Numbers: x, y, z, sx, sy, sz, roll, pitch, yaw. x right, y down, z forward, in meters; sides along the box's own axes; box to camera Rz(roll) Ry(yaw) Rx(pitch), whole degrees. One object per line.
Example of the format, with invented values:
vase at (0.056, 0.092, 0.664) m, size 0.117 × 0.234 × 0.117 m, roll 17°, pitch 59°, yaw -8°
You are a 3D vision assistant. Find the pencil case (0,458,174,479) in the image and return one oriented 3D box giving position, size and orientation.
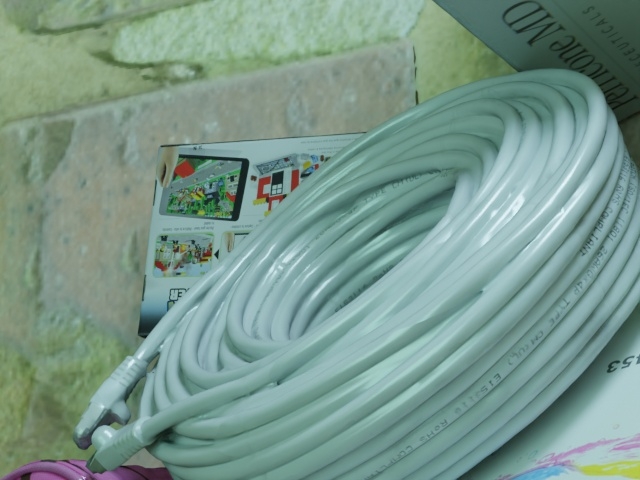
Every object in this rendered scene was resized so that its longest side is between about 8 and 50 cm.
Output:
pencil case at (-0.105, 0.158, 0.936) m, size 0.098 × 0.209 × 0.095 m, roll -13°, pitch 75°, yaw 14°

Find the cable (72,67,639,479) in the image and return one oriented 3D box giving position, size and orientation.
cable at (0.035, 0.029, 0.847) m, size 0.257 × 0.089 × 0.257 m, roll -16°, pitch 28°, yaw 50°

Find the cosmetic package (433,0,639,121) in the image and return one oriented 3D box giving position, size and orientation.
cosmetic package at (0.255, -0.245, 0.846) m, size 0.453 × 0.230 × 0.161 m, roll -28°, pitch 65°, yaw 20°

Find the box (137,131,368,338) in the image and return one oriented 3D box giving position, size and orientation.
box at (0.000, 0.000, 1.025) m, size 0.207 × 0.036 × 0.114 m, roll -2°, pitch 75°, yaw 28°

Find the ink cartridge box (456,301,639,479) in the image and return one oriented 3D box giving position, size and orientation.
ink cartridge box at (0.114, 0.154, 0.731) m, size 0.207 × 0.119 × 0.353 m, roll -22°, pitch 24°, yaw 34°
